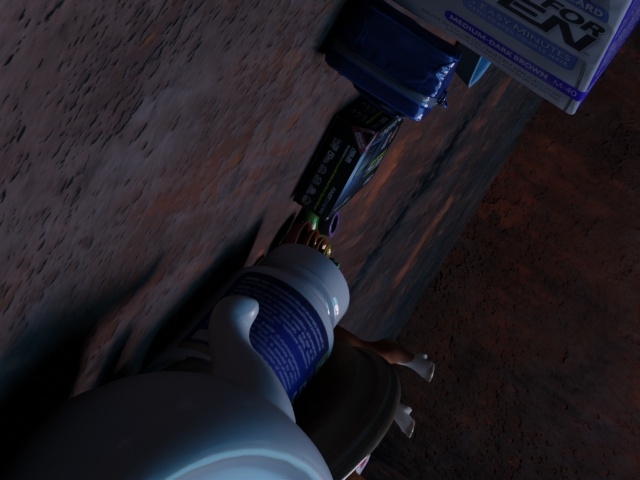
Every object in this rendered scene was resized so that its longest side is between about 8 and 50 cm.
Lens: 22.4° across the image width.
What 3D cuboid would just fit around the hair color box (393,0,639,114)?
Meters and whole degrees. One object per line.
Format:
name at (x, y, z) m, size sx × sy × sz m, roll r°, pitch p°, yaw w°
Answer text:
hair color box at (0.146, -0.234, 1.024) m, size 0.110 × 0.185 × 0.339 m, roll -53°, pitch 170°, yaw -22°

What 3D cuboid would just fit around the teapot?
teapot at (-0.127, 0.188, 1.055) m, size 0.256 × 0.187 × 0.253 m, roll -8°, pitch 116°, yaw -38°

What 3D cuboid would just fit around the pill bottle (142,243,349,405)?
pill bottle at (-0.054, 0.086, 1.319) m, size 0.187 × 0.112 × 0.112 m, roll -49°, pitch 169°, yaw -44°

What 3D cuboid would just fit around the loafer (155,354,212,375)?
loafer at (-0.150, 0.174, 1.239) m, size 0.267 × 0.096 × 0.084 m, roll -54°, pitch -166°, yaw 30°

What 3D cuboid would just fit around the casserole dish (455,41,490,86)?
casserole dish at (0.193, -0.251, 1.779) m, size 0.114 × 0.037 × 0.188 m, roll -52°, pitch 171°, yaw -36°

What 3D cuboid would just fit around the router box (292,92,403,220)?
router box at (0.030, -0.080, 1.444) m, size 0.092 × 0.038 × 0.122 m, roll -61°, pitch 171°, yaw 27°

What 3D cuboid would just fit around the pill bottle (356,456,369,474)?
pill bottle at (-0.079, 0.311, 1.854) m, size 0.283 × 0.160 × 0.160 m, roll -54°, pitch 171°, yaw -28°

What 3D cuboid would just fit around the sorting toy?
sorting toy at (0.000, 0.000, 1.498) m, size 0.102 × 0.042 × 0.061 m, roll -54°, pitch 156°, yaw -51°

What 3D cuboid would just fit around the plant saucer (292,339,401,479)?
plant saucer at (-0.062, 0.168, 1.360) m, size 0.277 × 0.041 × 0.278 m, roll -27°, pitch -161°, yaw 10°

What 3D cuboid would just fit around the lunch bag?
lunch bag at (0.055, -0.130, 1.193) m, size 0.065 × 0.098 × 0.067 m, roll -57°, pitch 178°, yaw 16°

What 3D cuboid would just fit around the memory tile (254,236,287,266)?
memory tile at (-0.064, 0.055, 1.491) m, size 0.113 × 0.012 × 0.148 m, roll -62°, pitch 170°, yaw 28°

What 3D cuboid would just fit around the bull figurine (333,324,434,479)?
bull figurine at (0.010, 0.230, 1.764) m, size 0.101 × 0.188 × 0.310 m, roll 115°, pitch -11°, yaw -62°
